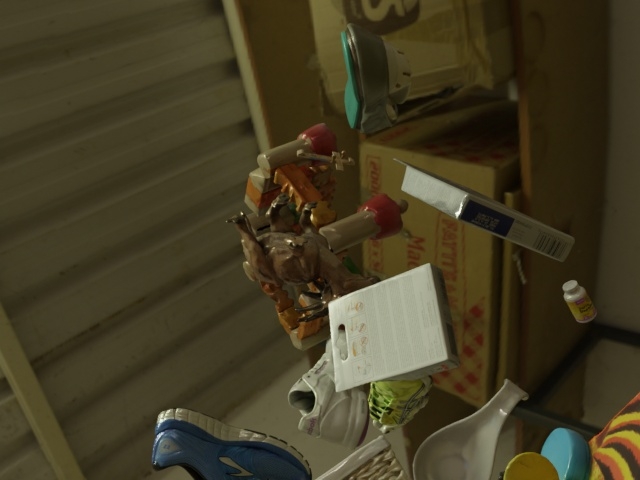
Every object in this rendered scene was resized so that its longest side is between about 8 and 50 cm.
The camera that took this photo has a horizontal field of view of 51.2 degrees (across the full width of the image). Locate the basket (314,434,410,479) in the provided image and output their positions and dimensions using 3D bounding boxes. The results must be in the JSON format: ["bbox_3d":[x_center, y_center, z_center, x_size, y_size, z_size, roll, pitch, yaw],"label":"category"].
[{"bbox_3d":[0.041,0.345,0.843,0.167,0.103,0.113,-30,-28,-13],"label":"basket"}]

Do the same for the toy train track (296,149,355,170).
[{"bbox_3d":[0.009,-0.119,0.934,0.083,0.048,0.014,7,-53,-15],"label":"toy train track"}]

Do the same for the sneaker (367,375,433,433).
[{"bbox_3d":[0.183,0.378,1.635,0.147,0.145,0.385,-49,-31,-17],"label":"sneaker"}]

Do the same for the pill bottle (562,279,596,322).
[{"bbox_3d":[0.515,0.121,1.333,0.043,0.043,0.083,-45,-69,-30],"label":"pill bottle"}]

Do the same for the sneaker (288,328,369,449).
[{"bbox_3d":[0.015,0.271,1.325,0.152,0.305,0.114,12,-62,-8],"label":"sneaker"}]

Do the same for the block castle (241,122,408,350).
[{"bbox_3d":[0.000,0.000,1.443,0.213,0.303,0.453,-24,-29,-27],"label":"block castle"}]

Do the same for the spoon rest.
[{"bbox_3d":[0.283,0.367,1.230,0.276,0.137,0.084,-48,-23,-13],"label":"spoon rest"}]

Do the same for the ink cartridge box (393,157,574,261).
[{"bbox_3d":[0.357,-0.074,1.537,0.324,0.330,0.071,18,-79,-27],"label":"ink cartridge box"}]

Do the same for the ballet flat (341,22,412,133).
[{"bbox_3d":[0.057,-0.161,0.658,0.213,0.068,0.072,61,-163,-83],"label":"ballet flat"}]

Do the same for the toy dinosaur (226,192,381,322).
[{"bbox_3d":[-0.052,0.041,1.150,0.127,0.295,0.200,-40,-48,-39],"label":"toy dinosaur"}]

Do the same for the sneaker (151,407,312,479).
[{"bbox_3d":[-0.175,0.444,1.302,0.330,0.130,0.147,21,-119,-12],"label":"sneaker"}]

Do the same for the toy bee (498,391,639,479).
[{"bbox_3d":[0.269,0.271,0.631,0.298,0.195,0.162,78,-158,-49],"label":"toy bee"}]

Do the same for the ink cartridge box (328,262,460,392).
[{"bbox_3d":[0.099,0.129,0.939,0.045,0.179,0.145,29,-134,-44],"label":"ink cartridge box"}]
